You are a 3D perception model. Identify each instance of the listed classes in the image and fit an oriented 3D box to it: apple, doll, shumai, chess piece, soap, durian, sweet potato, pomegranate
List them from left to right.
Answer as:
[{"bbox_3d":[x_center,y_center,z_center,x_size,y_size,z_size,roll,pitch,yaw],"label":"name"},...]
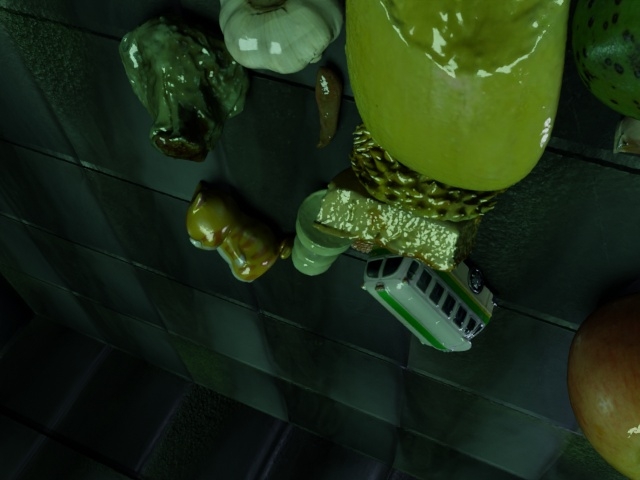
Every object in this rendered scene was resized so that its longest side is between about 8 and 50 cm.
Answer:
[{"bbox_3d":[-0.284,-0.283,1.134,0.261,0.222,0.225,34,150,-1],"label":"shumai"},{"bbox_3d":[-0.221,-0.013,1.520,0.270,0.162,0.167,36,177,-21],"label":"doll"},{"bbox_3d":[0.000,0.000,1.400,0.145,0.144,0.251,28,155,2],"label":"chess piece"},{"bbox_3d":[0.014,-0.235,1.131,0.050,0.050,0.214,21,150,13],"label":"sweet potato"},{"bbox_3d":[0.176,-0.112,1.047,0.305,0.195,0.185,25,141,10],"label":"durian"},{"bbox_3d":[0.161,-0.232,0.798,0.306,0.115,0.427,21,145,25],"label":"soap"},{"bbox_3d":[0.634,0.276,1.105,0.364,0.363,0.363,20,147,14],"label":"apple"},{"bbox_3d":[0.402,-0.246,0.645,0.255,0.270,0.254,6,176,0],"label":"pomegranate"}]

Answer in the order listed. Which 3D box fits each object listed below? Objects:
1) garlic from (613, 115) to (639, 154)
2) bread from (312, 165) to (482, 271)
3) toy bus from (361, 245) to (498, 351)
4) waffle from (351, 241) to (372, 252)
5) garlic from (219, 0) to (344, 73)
[{"bbox_3d":[0.542,-0.143,0.813,0.267,0.148,0.128,20,111,21],"label":"garlic"},{"bbox_3d":[0.149,-0.046,1.129,0.275,0.185,0.114,19,118,24],"label":"bread"},{"bbox_3d":[0.235,0.109,1.307,0.143,0.179,0.305,-11,135,46],"label":"toy bus"},{"bbox_3d":[0.094,-0.001,1.413,0.075,0.029,0.083,34,150,-8],"label":"waffle"},{"bbox_3d":[-0.050,-0.328,0.957,0.199,0.199,0.226,18,172,17],"label":"garlic"}]
